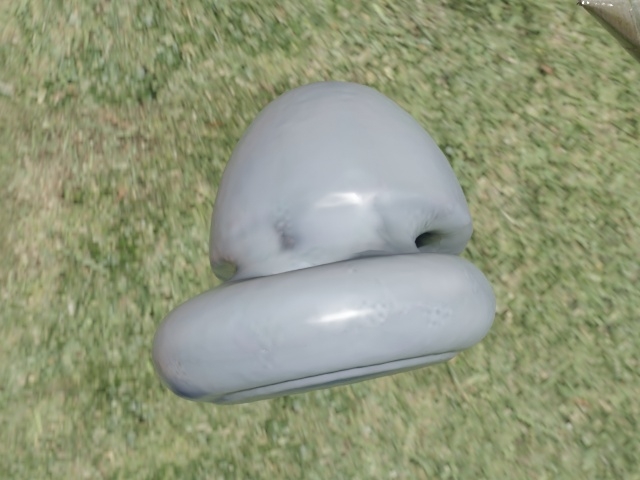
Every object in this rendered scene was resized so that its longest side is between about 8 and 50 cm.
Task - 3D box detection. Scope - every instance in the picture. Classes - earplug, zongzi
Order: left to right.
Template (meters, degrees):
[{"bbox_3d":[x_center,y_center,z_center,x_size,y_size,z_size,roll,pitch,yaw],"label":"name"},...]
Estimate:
[{"bbox_3d":[0.003,0.011,0.960,0.214,0.325,0.175,-12,113,11],"label":"earplug"},{"bbox_3d":[0.309,-0.131,1.251,0.178,0.081,0.189,-7,72,-34],"label":"zongzi"}]
